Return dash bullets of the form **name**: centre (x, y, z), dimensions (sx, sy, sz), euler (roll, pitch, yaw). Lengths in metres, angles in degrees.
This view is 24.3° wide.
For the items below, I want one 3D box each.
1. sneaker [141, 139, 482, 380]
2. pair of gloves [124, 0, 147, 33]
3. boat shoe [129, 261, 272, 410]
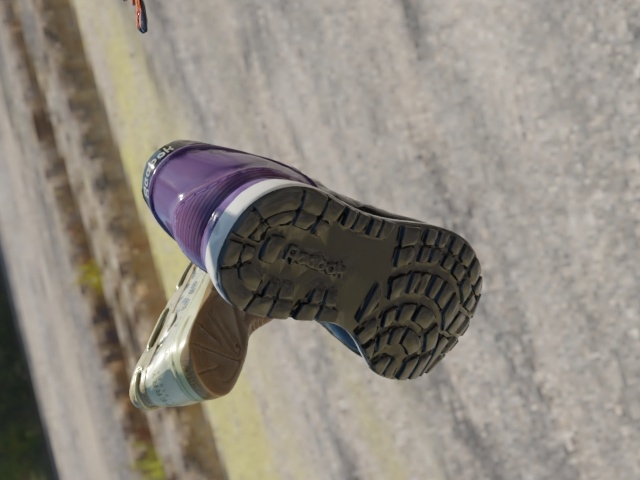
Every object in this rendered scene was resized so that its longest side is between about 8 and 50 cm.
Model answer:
- **sneaker**: centre (0.000, 0.000, 0.971), dimensions (0.124, 0.107, 0.283), euler (37, -176, 39)
- **pair of gloves**: centre (-0.180, -0.242, 1.417), dimensions (0.074, 0.010, 0.083), euler (94, 154, -54)
- **boat shoe**: centre (-0.114, 0.069, 1.492), dimensions (0.105, 0.089, 0.285), euler (61, -156, -16)
